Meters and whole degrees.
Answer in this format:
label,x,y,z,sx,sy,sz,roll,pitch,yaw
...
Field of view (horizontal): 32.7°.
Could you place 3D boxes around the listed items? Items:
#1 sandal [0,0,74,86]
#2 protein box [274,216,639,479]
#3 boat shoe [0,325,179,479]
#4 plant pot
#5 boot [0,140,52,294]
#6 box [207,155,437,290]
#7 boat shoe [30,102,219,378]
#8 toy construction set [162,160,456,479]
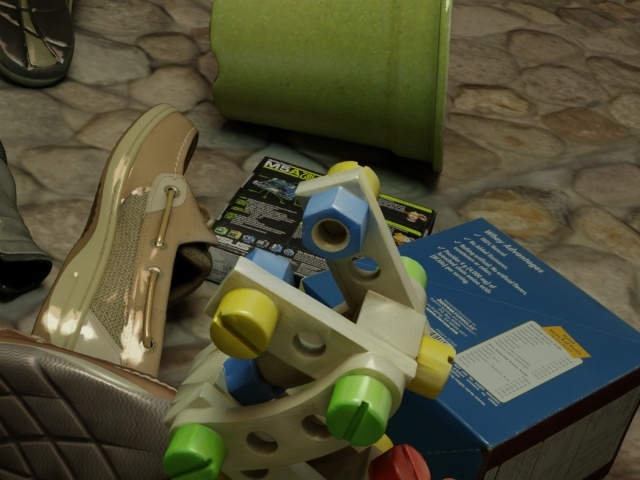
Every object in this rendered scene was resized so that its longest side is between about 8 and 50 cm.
label,x,y,z,sx,sy,sz,roll,pitch,yaw
sandal,-0.348,-0.283,1.313,0.120,0.086,0.302,10,48,-14
protein box,0.110,0.108,0.840,0.201,0.136,0.200,-18,44,-38
boat shoe,-0.214,0.099,0.711,0.324,0.123,0.116,6,20,20
plant pot,0.017,-0.219,1.209,0.254,0.276,0.276,3,33,6
boot,-0.337,-0.035,0.875,0.246,0.083,0.161,9,40,-44
box,0.000,0.000,1.045,0.191,0.045,0.184,18,32,8
boat shoe,-0.145,0.012,0.921,0.110,0.121,0.341,17,44,-3
toy construction set,0.048,0.136,0.585,0.327,0.215,0.151,49,31,-2
